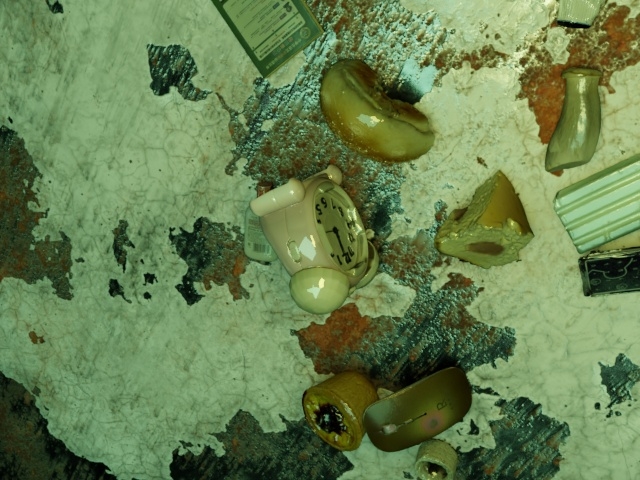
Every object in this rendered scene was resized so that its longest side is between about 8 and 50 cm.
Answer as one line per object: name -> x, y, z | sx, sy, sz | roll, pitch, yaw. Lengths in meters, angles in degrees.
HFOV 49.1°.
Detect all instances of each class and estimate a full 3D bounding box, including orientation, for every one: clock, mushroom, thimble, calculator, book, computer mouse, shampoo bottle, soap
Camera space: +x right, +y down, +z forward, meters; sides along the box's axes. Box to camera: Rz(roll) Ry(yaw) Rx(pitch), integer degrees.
clock -> 0.000, 0.000, 1.741 | 0.184, 0.342, 0.325 | -26, 92, 34
mushroom -> 0.568, -0.259, 1.548 | 0.096, 0.108, 0.247 | -7, 117, -20
thimble -> 0.332, 0.634, 2.001 | 0.115, 0.090, 0.102 | 42, 123, -1
calculator -> 0.741, 0.068, 1.605 | 0.274, 0.028, 0.165 | -9, 136, 21
book -> -0.141, -0.568, 1.736 | 0.202, 0.027, 0.264 | -32, 96, 28
computer mouse -> 0.266, 0.454, 1.881 | 0.310, 0.072, 0.158 | -24, 102, -9
shampoo bottle -> -0.159, -0.051, 1.937 | 0.108, 0.051, 0.220 | 12, 114, 18
soap -> 0.667, -0.087, 1.582 | 0.261, 0.094, 0.150 | -27, 94, 29

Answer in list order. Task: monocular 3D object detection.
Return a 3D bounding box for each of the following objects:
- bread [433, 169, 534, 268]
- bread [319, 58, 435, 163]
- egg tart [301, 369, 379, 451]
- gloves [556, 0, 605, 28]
bread -> 0.404, -0.003, 1.653 | 0.184, 0.224, 0.211 | -33, 104, 34
bread -> 0.114, -0.285, 1.656 | 0.314, 0.192, 0.171 | 40, 118, 2
egg tart -> 0.065, 0.475, 1.972 | 0.215, 0.171, 0.215 | 25, 130, 34
gloves -> 0.542, -0.552, 1.438 | 0.119, 0.097, 0.229 | 11, 119, 12
